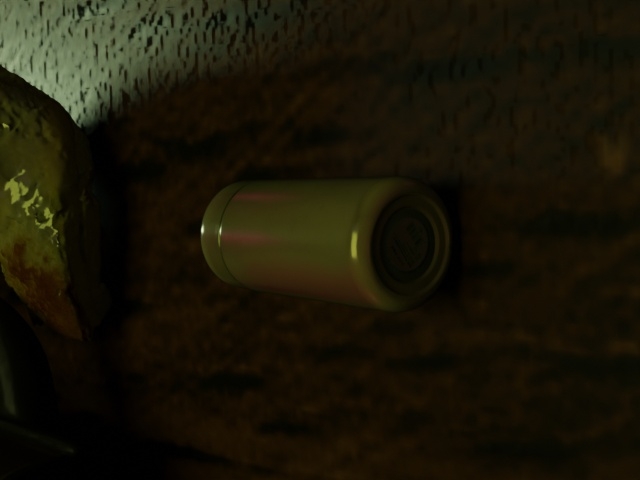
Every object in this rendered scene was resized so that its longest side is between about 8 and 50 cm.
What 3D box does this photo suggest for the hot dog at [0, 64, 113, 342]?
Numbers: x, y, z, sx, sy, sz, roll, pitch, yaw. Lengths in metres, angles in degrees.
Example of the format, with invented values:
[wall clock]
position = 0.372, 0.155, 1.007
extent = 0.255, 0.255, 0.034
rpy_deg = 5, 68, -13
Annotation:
[hot dog]
position = -0.133, -0.037, 0.713
extent = 0.169, 0.061, 0.078
rpy_deg = 53, 145, -4

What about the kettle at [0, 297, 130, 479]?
[kettle]
position = -0.198, 0.106, 0.711
extent = 0.232, 0.144, 0.202
rpy_deg = 15, 86, 32

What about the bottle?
[bottle]
position = 0.000, 0.000, 0.575
extent = 0.096, 0.045, 0.045
rpy_deg = 3, 96, 52
